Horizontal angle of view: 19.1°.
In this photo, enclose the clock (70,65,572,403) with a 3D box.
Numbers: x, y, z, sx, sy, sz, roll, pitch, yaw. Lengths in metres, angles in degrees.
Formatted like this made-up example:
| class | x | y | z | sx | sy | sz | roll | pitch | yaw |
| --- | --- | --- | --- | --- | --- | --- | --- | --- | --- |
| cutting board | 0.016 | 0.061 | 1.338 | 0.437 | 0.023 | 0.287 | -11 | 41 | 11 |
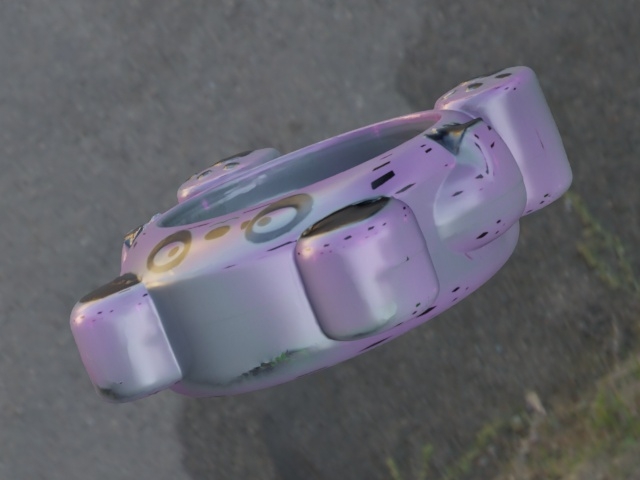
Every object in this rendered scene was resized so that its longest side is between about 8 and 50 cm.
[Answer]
| class | x | y | z | sx | sy | sz | roll | pitch | yaw |
| --- | --- | --- | --- | --- | --- | --- | --- | --- | --- |
| clock | 0.000 | 0.000 | 0.975 | 0.227 | 0.090 | 0.248 | -17 | 11 | 27 |
